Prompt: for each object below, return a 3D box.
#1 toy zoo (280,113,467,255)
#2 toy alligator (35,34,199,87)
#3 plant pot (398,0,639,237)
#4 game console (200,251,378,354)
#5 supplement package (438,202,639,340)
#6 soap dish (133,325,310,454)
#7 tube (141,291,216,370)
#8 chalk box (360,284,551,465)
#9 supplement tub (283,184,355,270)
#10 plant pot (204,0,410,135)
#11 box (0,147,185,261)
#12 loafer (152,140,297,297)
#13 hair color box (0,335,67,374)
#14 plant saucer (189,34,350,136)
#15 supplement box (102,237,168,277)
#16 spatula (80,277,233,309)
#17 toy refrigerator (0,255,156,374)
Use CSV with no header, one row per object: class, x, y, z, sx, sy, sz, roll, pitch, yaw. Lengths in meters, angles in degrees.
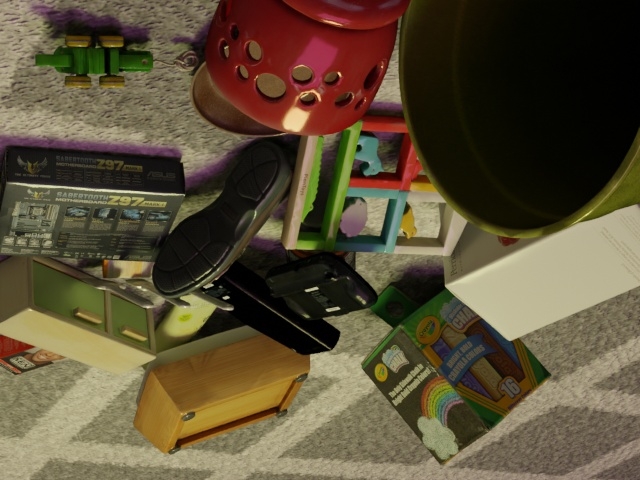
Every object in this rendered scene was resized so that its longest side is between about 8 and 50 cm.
toy zoo,0.104,-0.072,1.537,0.293,0.030,0.192,2,117,-21
toy alligator,-0.233,-0.202,1.289,0.189,0.056,0.051,-5,-167,-30
plant pot,0.332,-0.196,1.216,0.352,0.367,0.366,-4,153,-34
game console,-0.030,0.088,1.671,0.213,0.044,0.361,35,155,-20
supplement package,0.336,-0.016,1.623,0.293,0.178,0.175,-28,132,29
soap dish,-0.164,0.250,1.958,0.290,0.118,0.229,-16,155,-26
tube,-0.233,0.144,1.880,0.062,0.070,0.240,32,136,-7
chalk box,0.204,0.195,1.935,0.179,0.289,0.180,-31,167,-35
supplement tub,0.000,0.000,1.652,0.106,0.106,0.198,-8,151,-3
plant pot,-0.005,-0.230,1.167,0.191,0.191,0.174,4,143,-23
box,-0.313,-0.043,1.526,0.232,0.059,0.183,2,149,-20
loafer,-0.118,-0.018,1.550,0.267,0.096,0.084,-47,152,18
hair color box,-0.459,0.173,1.875,0.141,0.043,0.072,-18,149,13
plant saucer,-0.058,-0.195,1.363,0.198,0.036,0.199,-7,151,-4
supplement box,-0.270,0.026,1.682,0.098,0.036,0.062,0,150,-14
spatula,-0.230,0.071,1.648,0.168,0.019,0.242,5,-176,-30
toy refrigerator,-0.370,0.112,1.738,0.094,0.102,0.269,-25,146,25
